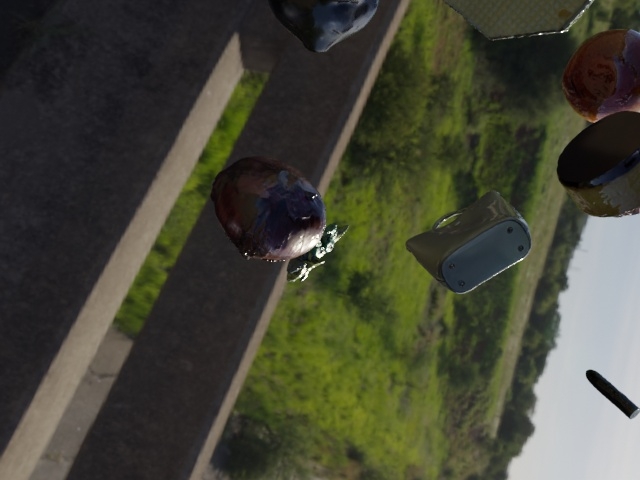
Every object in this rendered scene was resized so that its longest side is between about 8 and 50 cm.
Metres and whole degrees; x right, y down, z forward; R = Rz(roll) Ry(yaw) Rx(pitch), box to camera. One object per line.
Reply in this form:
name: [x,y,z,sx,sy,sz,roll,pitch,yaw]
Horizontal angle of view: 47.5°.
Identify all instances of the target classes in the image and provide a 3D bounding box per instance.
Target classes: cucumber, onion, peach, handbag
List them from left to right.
onion: [-0.114,-0.051,1.490,0.219,0.252,0.252,-55,173,26]
handbag: [0.301,-0.022,1.551,0.109,0.241,0.315,58,5,-24]
cucumber: [0.595,0.310,1.493,0.032,0.133,0.032,-20,134,-22]
peach: [0.690,-0.387,1.724,0.231,0.230,0.231,14,90,-73]

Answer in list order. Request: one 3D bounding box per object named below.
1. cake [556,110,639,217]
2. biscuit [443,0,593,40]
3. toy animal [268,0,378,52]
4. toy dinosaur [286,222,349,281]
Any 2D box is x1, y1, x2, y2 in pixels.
cake: [0.561,-0.115,1.350,0.185,0.178,0.207,-48,-162,-4]
biscuit: [0.210,-0.337,0.875,0.147,0.250,0.046,-52,167,26]
toy animal: [0.022,-0.407,1.048,0.235,0.187,0.165,122,-34,-66]
toy dinosaur: [0.000,0.000,1.924,0.259,0.094,0.153,-40,153,-35]
